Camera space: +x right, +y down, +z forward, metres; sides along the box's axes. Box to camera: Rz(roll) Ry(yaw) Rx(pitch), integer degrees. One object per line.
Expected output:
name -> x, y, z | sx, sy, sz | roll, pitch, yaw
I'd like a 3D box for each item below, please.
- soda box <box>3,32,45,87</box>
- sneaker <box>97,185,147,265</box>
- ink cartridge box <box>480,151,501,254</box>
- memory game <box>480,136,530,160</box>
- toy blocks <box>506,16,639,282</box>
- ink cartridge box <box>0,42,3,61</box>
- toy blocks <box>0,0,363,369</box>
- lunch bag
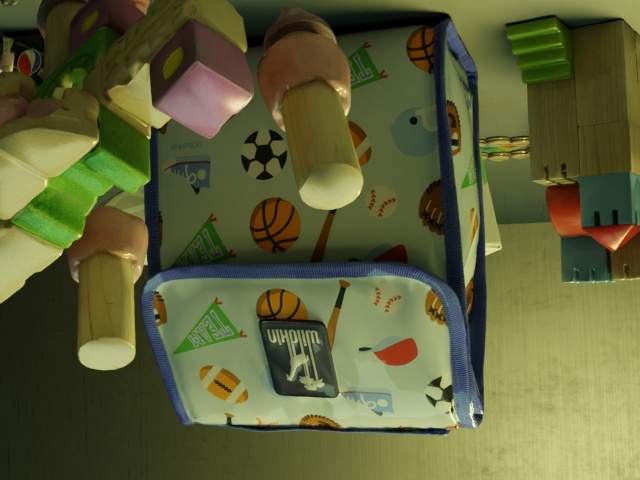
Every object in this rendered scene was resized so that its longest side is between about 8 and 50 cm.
soda box -> -0.251, -0.156, 0.907 | 0.053, 0.060, 0.169 | -4, 175, 9
sneaker -> -0.171, -0.076, 1.613 | 0.447, 0.169, 0.257 | -8, 170, -21
ink cartridge box -> 0.113, -0.040, 1.292 | 0.115, 0.198, 0.273 | -1, 163, -29
memory game -> 0.296, -0.150, 1.505 | 0.186, 0.012, 0.186 | -1, 175, 0
toy blocks -> 0.318, -0.066, 0.976 | 0.191, 0.261, 0.381 | -4, 175, 31
ink cartridge box -> -0.400, -0.139, 0.850 | 0.219, 0.092, 0.160 | -2, 176, 0
toy blocks -> -0.169, -0.124, 0.613 | 0.288, 0.260, 0.309 | -35, 134, 25
lunch bag -> 0.000, 0.000, 0.920 | 0.328, 0.385, 0.239 | -2, 176, 19
